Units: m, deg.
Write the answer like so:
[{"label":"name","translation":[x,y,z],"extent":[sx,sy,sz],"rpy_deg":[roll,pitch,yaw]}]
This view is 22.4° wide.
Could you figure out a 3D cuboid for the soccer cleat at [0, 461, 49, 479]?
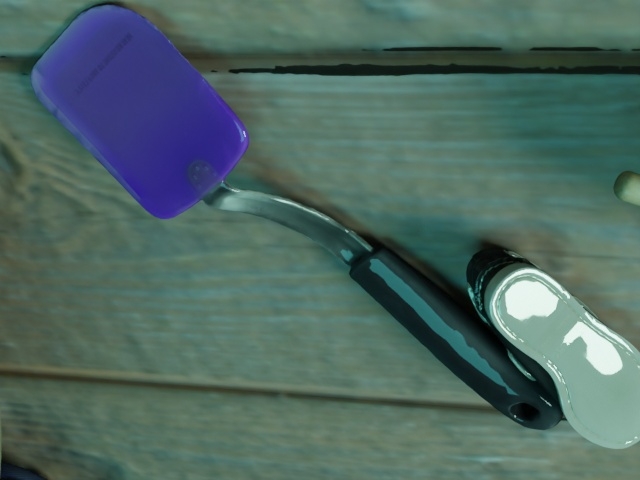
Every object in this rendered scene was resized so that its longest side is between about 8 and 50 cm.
[{"label":"soccer cleat","translation":[-0.132,0.225,1.016],"extent":[0.289,0.093,0.121],"rpy_deg":[42,166,-29]}]

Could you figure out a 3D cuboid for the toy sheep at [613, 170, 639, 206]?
[{"label":"toy sheep","translation":[0.174,-0.004,0.623],"extent":[0.132,0.091,0.091],"rpy_deg":[21,140,-8]}]

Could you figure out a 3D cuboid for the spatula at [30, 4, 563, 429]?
[{"label":"spatula","translation":[0.000,0.000,0.739],"extent":[0.296,0.030,0.084],"rpy_deg":[35,135,-16]}]

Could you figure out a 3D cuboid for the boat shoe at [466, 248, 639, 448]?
[{"label":"boat shoe","translation":[0.110,0.049,0.742],"extent":[0.046,0.038,0.125],"rpy_deg":[-47,119,3]}]
